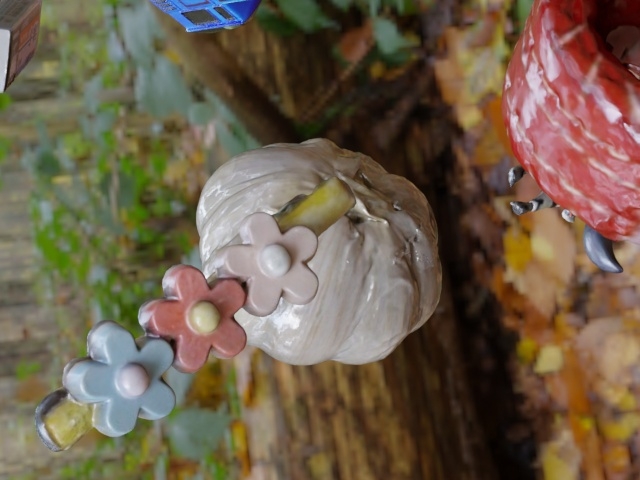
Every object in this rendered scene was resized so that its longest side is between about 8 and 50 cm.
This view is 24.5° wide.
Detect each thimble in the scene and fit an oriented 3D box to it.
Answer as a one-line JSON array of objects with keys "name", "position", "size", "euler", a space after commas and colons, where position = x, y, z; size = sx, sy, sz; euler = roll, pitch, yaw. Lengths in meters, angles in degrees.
[{"name": "thimble", "position": [0.205, -0.093, 0.911], "size": [0.189, 0.163, 0.125], "euler": [60, 156, 26]}]

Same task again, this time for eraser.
[{"name": "eraser", "position": [-0.243, -0.156, 1.149], "size": [0.122, 0.029, 0.052], "euler": [-88, 9, -68]}]

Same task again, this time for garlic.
[{"name": "garlic", "position": [0.003, 0.002, 1.233], "size": [0.228, 0.228, 0.152], "euler": [-103, 22, -44]}]

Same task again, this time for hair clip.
[{"name": "hair clip", "position": [-0.057, 0.035, 0.765], "size": [0.062, 0.214, 0.056], "euler": [53, 149, -8]}]

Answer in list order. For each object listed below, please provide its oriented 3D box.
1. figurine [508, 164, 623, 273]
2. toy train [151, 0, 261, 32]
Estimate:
[{"name": "figurine", "position": [0.356, -0.081, 1.773], "size": [0.265, 0.197, 0.175], "euler": [-41, -32, -51]}, {"name": "toy train", "position": [-0.070, -0.230, 1.126], "size": [0.204, 0.131, 0.082], "euler": [2, 61, 50]}]
